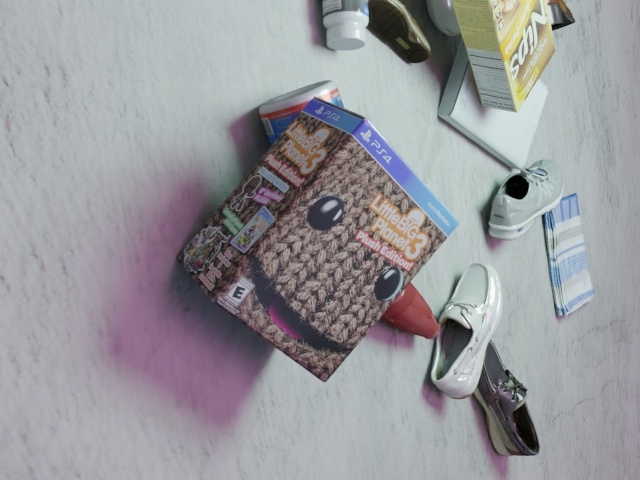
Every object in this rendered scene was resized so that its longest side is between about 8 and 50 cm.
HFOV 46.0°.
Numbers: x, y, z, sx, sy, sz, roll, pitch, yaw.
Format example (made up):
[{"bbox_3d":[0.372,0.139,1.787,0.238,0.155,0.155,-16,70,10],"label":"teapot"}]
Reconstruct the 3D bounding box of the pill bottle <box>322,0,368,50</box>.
[{"bbox_3d":[0.041,-0.391,1.251,0.078,0.078,0.137,3,83,-48],"label":"pill bottle"}]

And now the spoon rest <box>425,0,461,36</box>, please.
[{"bbox_3d":[0.295,-0.521,1.546,0.276,0.084,0.137,-52,125,-39],"label":"spoon rest"}]

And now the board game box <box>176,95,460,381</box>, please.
[{"bbox_3d":[0.000,0.000,1.016,0.291,0.141,0.232,-50,125,-2],"label":"board game box"}]

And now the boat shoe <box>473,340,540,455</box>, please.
[{"bbox_3d":[0.378,0.318,1.536,0.103,0.092,0.285,-35,112,-44],"label":"boat shoe"}]

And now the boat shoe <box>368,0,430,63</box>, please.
[{"bbox_3d":[0.140,-0.403,1.384,0.190,0.068,0.072,37,47,-51],"label":"boat shoe"}]

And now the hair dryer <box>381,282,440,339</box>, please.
[{"bbox_3d":[0.150,0.048,1.322,0.223,0.080,0.293,-33,110,-46],"label":"hair dryer"}]

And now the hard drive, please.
[{"bbox_3d":[0.378,-0.300,1.614,0.307,0.040,0.203,23,84,-45],"label":"hard drive"}]

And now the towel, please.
[{"bbox_3d":[0.626,0.032,1.893,0.209,0.034,0.285,-15,96,-49],"label":"towel"}]

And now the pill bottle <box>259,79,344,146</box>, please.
[{"bbox_3d":[0.000,-0.119,1.140,0.124,0.124,0.221,-37,113,-44],"label":"pill bottle"}]

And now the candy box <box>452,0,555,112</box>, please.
[{"bbox_3d":[0.352,-0.420,1.433,0.183,0.087,0.316,-55,141,-19],"label":"candy box"}]

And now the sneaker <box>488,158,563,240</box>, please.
[{"bbox_3d":[0.459,-0.114,1.647,0.281,0.105,0.115,-45,137,-41],"label":"sneaker"}]

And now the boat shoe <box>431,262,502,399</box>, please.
[{"bbox_3d":[0.274,0.157,1.435,0.096,0.098,0.277,36,61,-41],"label":"boat shoe"}]

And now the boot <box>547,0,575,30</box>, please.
[{"bbox_3d":[0.515,-0.638,1.793,0.264,0.096,0.280,-24,99,-55],"label":"boot"}]
